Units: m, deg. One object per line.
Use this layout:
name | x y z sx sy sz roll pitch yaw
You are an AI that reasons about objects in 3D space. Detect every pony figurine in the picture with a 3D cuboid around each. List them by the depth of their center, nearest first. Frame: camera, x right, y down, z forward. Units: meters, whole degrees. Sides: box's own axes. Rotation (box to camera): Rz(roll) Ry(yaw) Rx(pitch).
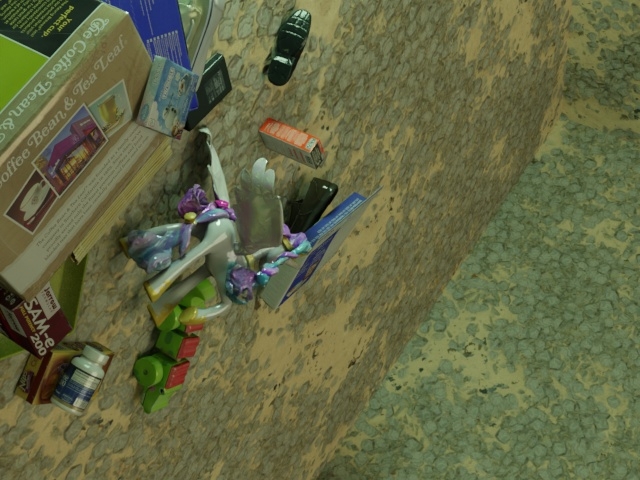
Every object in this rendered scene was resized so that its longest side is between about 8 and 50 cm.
pony figurine | -0.201 -0.010 1.830 0.363 0.303 0.351 -27 129 -16

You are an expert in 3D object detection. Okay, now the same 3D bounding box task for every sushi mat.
sushi mat | -0.364 -0.112 1.642 0.317 0.019 0.151 -57 156 -37

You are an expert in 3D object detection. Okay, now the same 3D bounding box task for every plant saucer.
plant saucer | -0.498 0.098 1.605 0.188 0.045 0.188 -20 131 -57

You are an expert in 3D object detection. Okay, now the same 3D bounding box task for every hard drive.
hard drive | -0.228 -0.288 1.792 0.135 0.022 0.094 -51 152 -27

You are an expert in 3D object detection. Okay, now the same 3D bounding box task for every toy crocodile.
toy crocodile | -0.316 0.230 2.016 0.115 0.105 0.341 -7 120 -61

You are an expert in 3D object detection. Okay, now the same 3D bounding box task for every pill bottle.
pill bottle | -0.445 0.259 1.713 0.120 0.067 0.067 -62 155 -8

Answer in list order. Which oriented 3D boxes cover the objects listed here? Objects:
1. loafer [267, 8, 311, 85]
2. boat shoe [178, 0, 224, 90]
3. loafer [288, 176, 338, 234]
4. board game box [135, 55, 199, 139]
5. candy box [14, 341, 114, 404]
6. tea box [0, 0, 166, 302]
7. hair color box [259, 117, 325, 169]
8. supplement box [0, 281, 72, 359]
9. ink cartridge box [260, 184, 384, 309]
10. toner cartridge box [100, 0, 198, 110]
loafer | -0.066 -0.411 1.966 0.170 0.062 0.061 -64 178 7
boat shoe | -0.241 -0.374 1.590 0.094 0.109 0.302 -28 140 -49
loafer | -0.041 -0.070 2.315 0.220 0.078 0.080 -54 171 17
board game box | -0.197 -0.183 1.192 0.090 0.020 0.090 13 94 -69
candy box | -0.487 0.253 1.768 0.186 0.053 0.109 13 101 -66
tea box | -0.422 -0.157 1.179 0.329 0.323 0.220 -54 154 -19
hair color box | -0.062 -0.215 2.044 0.043 0.141 0.072 -55 154 -18
supplement box | -0.489 0.065 1.359 0.073 0.239 0.130 -48 151 -30
ink cartridge box | 0.000 0.000 2.334 0.303 0.072 0.307 -40 165 -44
toner cartridge box | -0.305 -0.337 1.454 0.165 0.075 0.348 -22 140 -16
